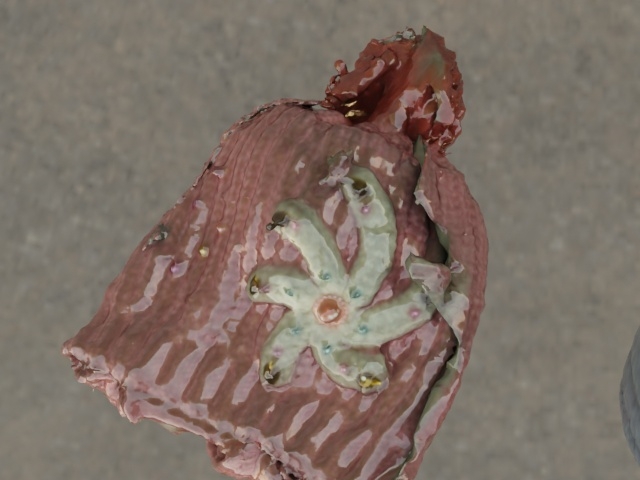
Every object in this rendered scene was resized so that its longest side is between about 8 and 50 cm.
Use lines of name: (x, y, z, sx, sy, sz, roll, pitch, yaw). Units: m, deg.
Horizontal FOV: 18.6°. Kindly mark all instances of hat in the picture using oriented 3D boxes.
hat: (0.000, 0.000, 1.121, 0.237, 0.286, 0.107, 24, 167, 24)

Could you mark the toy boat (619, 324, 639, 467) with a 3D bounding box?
toy boat: (0.244, 0.114, 1.012, 0.127, 0.283, 0.078, -17, 125, -18)
